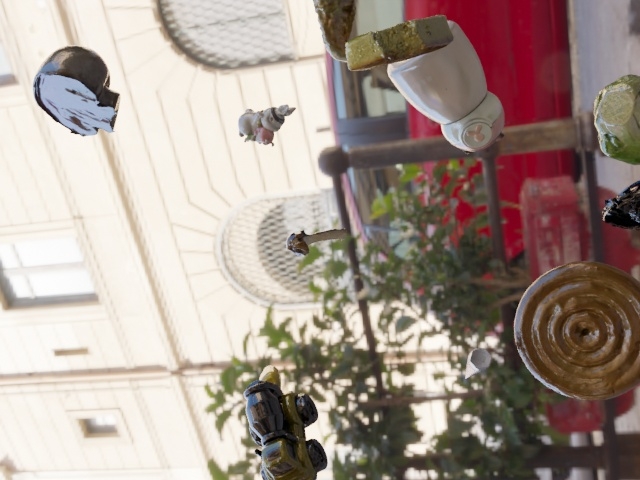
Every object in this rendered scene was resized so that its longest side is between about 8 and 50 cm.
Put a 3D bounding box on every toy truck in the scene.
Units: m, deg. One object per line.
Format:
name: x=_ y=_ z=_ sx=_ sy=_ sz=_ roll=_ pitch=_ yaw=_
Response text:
toy truck: x=-0.091 y=0.418 z=1.704 sx=0.165 sy=0.147 sz=0.224 roll=47 pitch=-160 yaw=-48

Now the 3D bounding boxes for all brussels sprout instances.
brussels sprout: x=0.494 y=-0.192 z=1.233 sx=0.155 sy=0.118 sz=0.155 roll=30 pitch=-132 yaw=-41

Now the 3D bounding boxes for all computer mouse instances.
computer mouse: x=0.535 y=-0.058 z=1.209 sx=0.077 sy=0.242 sz=0.146 roll=69 pitch=153 yaw=23

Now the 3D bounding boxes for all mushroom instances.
mushroom: x=0.000 y=0.000 z=1.913 sx=0.187 sy=0.060 sz=0.061 roll=-9 pitch=-107 yaw=-35
mushroom: x=-0.403 y=-0.261 z=1.331 sx=0.188 sy=0.141 sz=0.117 roll=135 pitch=144 yaw=-69

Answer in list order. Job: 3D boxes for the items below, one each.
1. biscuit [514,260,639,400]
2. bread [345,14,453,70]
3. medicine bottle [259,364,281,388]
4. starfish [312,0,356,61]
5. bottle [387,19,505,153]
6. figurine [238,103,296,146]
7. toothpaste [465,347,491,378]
biscuit: x=0.478 y=0.167 z=1.432 sx=0.037 sy=0.262 sz=0.261 roll=-20 pitch=-75 yaw=-66
bread: x=0.110 y=-0.267 z=1.068 sx=0.226 sy=0.088 sz=0.049 roll=-37 pitch=-68 yaw=-62
medicine bottle: x=-0.146 y=0.407 z=2.311 sx=0.260 sy=0.064 sz=0.094 roll=-164 pitch=84 yaw=-88
starfish: x=-0.087 y=-0.449 z=1.015 sx=0.082 sy=0.324 sz=0.431 roll=-137 pitch=46 yaw=-67
bottle: x=0.242 y=-0.260 z=1.425 sx=0.236 sy=0.148 sz=0.147 roll=49 pitch=-152 yaw=-21
figurine: x=-0.123 y=-0.276 z=1.922 sx=0.081 sy=0.146 sz=0.098 roll=-22 pitch=-72 yaw=-53
toothpaste: x=0.303 y=0.236 z=1.533 sx=0.067 sy=0.043 sz=0.194 roll=-55 pitch=-13 yaw=-6
